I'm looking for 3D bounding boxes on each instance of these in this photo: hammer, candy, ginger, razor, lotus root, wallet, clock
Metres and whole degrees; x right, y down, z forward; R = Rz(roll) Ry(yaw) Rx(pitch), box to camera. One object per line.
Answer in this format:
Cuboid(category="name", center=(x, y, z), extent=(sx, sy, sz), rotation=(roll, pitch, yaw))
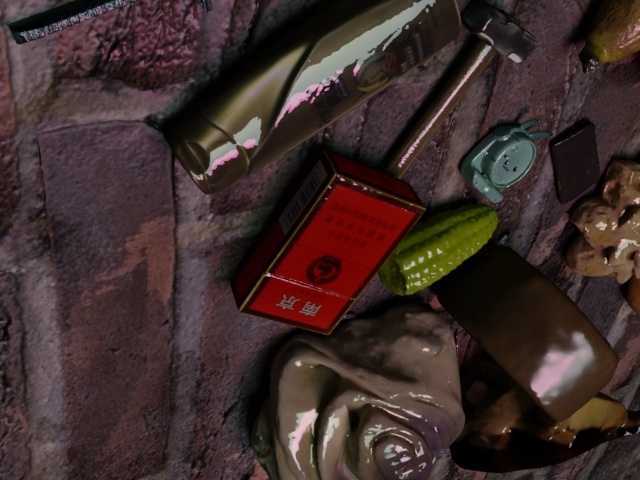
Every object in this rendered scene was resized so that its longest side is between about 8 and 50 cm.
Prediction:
Cuboid(category="hammer", center=(0.138, -0.146, 1.149), extent=(0.111, 0.043, 0.365), rotation=(14, 120, -45))
Cuboid(category="candy", center=(0.179, 0.003, 1.280), extent=(0.210, 0.097, 0.096), rotation=(-27, 140, -21))
Cuboid(category="ginger", center=(0.413, 0.298, 1.641), extent=(0.359, 0.211, 0.413), rotation=(-8, 171, -26))
Cuboid(category="razor", center=(-0.200, -0.225, 0.824), extent=(0.190, 0.033, 0.066), rotation=(-21, 138, -11))
Cuboid(category="lotus root", center=(0.422, -0.305, 1.170), extent=(0.108, 0.094, 0.191), rotation=(41, 110, -21))
Cuboid(category="wallet", center=(0.409, -0.124, 1.382), extent=(0.082, 0.018, 0.156), rotation=(-35, 140, -3))
Cuboid(category="clock", center=(0.273, -0.124, 1.262), extent=(0.135, 0.041, 0.101), rotation=(-48, 140, 12))

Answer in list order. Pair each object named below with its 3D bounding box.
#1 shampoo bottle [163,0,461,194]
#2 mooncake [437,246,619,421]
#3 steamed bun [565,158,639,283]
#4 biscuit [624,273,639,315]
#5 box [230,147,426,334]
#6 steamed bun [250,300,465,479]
Cuboid(category="shampoo bottle", center=(-0.009, -0.180, 0.966), extent=(0.350, 0.084, 0.125), rotation=(-34, 142, -4))
Cuboid(category="mooncake", center=(0.332, 0.140, 1.372), extent=(0.155, 0.284, 0.284), rotation=(-43, 140, 2))
Cuboid(category="steamed bun", center=(0.570, -0.027, 1.511), extent=(0.292, 0.137, 0.295), rotation=(-33, 143, -1))
Cuboid(category="biscuit", center=(0.752, 0.048, 1.746), extent=(0.297, 0.102, 0.296), rotation=(-21, 136, -22))
Cuboid(category="box", center=(0.006, 0.008, 1.135), extent=(0.153, 0.074, 0.239), rotation=(16, 122, -36))
Cuboid(category="steamed bun", center=(0.078, 0.284, 1.354), extent=(0.394, 0.237, 0.347), rotation=(-44, 140, 8))
